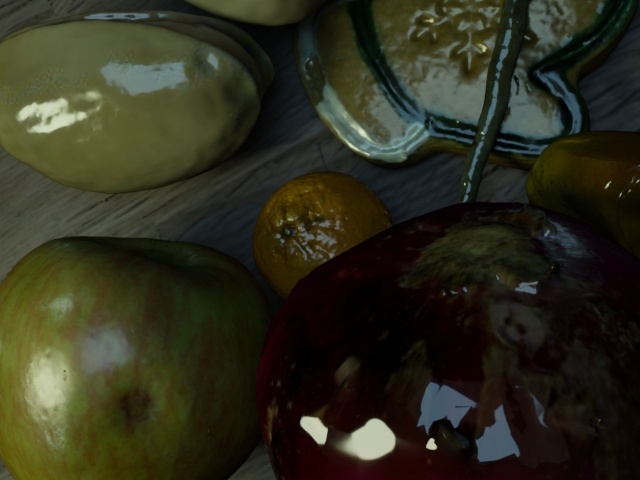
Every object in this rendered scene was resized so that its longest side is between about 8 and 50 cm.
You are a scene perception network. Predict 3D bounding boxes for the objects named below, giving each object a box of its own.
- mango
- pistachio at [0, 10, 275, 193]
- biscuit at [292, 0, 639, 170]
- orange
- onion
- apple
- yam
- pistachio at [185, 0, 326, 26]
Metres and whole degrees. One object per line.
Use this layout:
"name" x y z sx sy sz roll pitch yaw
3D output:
"mango" 0.292 -0.021 0.914 0.236 0.166 0.136 24 114 10
"pistachio" -0.193 -0.136 1.031 0.293 0.182 0.162 -1 36 15
"biscuit" 0.153 -0.190 1.023 0.343 0.057 0.287 -28 76 7
"orange" 0.002 0.001 0.994 0.135 0.117 0.136 0 87 11
"onion" 0.127 0.170 0.860 0.347 0.348 0.385 0 119 12
"apple" -0.167 0.121 0.947 0.264 0.264 0.264 -2 80 12
"yam" 0.163 -0.143 0.974 0.027 0.029 0.234 13 89 37
"pistachio" -0.085 -0.322 1.016 0.331 0.226 0.208 26 111 34
